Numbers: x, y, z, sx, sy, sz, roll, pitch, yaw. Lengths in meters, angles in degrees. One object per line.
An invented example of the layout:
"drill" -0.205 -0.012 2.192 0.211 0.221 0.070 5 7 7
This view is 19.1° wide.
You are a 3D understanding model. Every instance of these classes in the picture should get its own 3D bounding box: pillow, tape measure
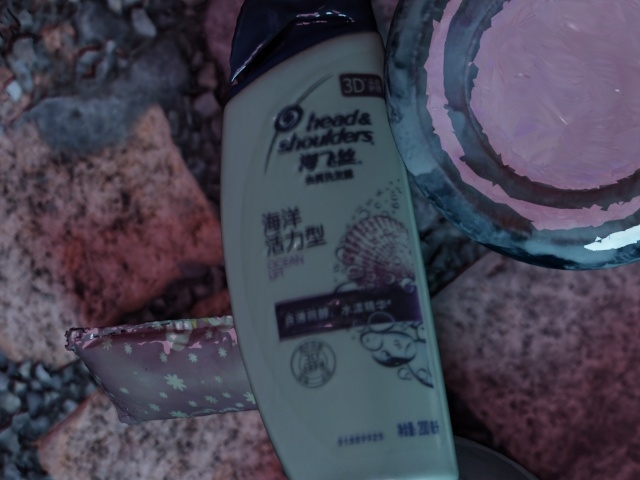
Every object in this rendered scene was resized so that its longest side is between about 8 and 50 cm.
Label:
"pillow" -0.085 0.094 1.390 0.185 0.043 0.118 -12 135 18
"tape measure" 0.181 -0.109 1.261 0.275 0.147 0.256 6 100 11

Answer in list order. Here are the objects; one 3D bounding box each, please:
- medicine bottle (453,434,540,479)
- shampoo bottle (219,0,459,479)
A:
"medicine bottle" 0.051 0.301 1.358 0.179 0.124 0.324 27 105 10
"shampoo bottle" 0.000 0.000 1.298 0.134 0.078 0.359 -9 75 0
